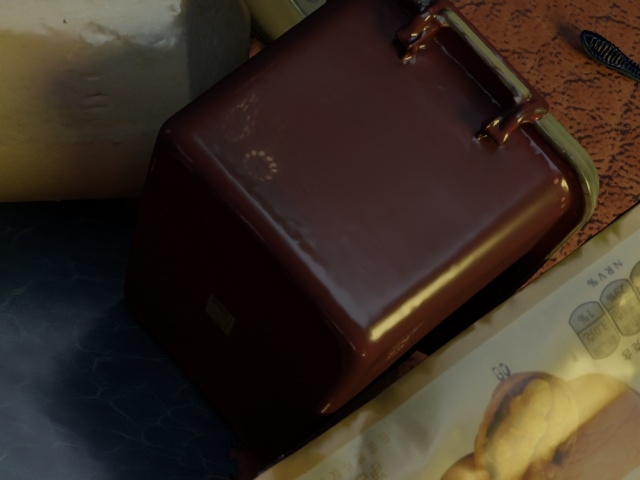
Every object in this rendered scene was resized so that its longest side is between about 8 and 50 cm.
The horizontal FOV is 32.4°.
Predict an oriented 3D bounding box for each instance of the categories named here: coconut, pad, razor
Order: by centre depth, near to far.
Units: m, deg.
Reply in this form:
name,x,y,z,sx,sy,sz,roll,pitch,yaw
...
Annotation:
name,x,y,z,sx,sy,sz,roll,pitch,yaw
coconut,-0.155,-0.127,0.688,0.241,0.241,0.241,9,64,-18
pad,-0.177,0.088,0.700,0.270,0.012,0.269,8,64,-18
razor,0.295,-0.151,0.992,0.155,0.028,0.044,20,61,-14

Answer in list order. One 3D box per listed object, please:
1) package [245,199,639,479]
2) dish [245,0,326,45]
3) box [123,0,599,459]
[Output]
name,x,y,z,sx,sy,sz,roll,pitch,yaw
package,0.132,0.148,0.648,0.311,0.165,0.221,-36,83,-8
dish,-0.054,-0.246,0.835,0.273,0.134,0.273,37,44,-48
box,0.000,0.000,0.646,0.167,0.294,0.193,-36,79,-26
